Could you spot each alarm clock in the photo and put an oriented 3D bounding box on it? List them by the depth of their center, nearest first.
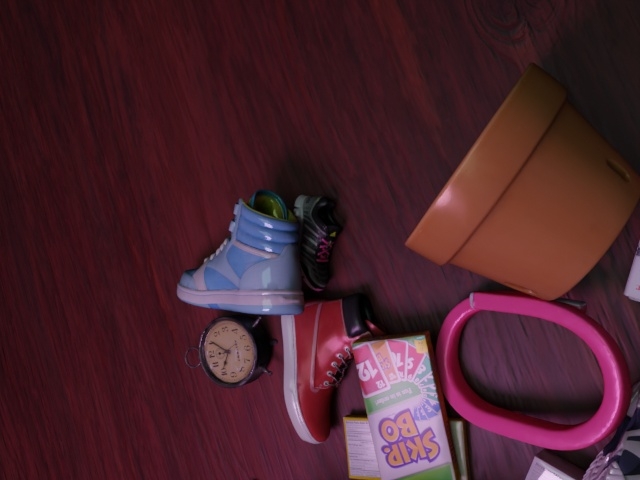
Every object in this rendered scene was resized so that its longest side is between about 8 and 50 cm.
[{"bbox_3d":[-0.174,0.206,1.199,0.192,0.064,0.130,-13,84,25],"label":"alarm clock"}]

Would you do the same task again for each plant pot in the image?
[{"bbox_3d":[0.277,-0.058,0.864,0.203,0.291,0.291,34,106,6],"label":"plant pot"}]

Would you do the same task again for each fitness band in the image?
[{"bbox_3d":[0.289,0.180,0.920,0.290,0.054,0.209,6,96,45],"label":"fitness band"}]

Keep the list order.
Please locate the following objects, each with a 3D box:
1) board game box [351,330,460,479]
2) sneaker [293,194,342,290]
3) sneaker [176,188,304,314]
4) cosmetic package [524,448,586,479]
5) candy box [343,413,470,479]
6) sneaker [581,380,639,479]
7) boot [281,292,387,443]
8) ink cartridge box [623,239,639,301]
[{"bbox_3d":[0.135,0.276,1.011,0.124,0.039,0.260,-11,95,25],"label":"board game box"},{"bbox_3d":[0.000,0.000,1.109,0.074,0.063,0.171,-10,80,33],"label":"sneaker"},{"bbox_3d":[-0.139,0.018,1.130,0.319,0.127,0.208,1,87,45],"label":"sneaker"},{"bbox_3d":[0.397,0.396,0.892,0.239,0.060,0.099,26,104,32],"label":"cosmetic package"},{"bbox_3d":[0.138,0.341,1.056,0.205,0.027,0.105,-6,87,27],"label":"candy box"},{"bbox_3d":[0.438,0.310,0.830,0.153,0.094,0.235,32,62,14],"label":"sneaker"},{"bbox_3d":[0.031,0.215,1.083,0.176,0.088,0.245,-9,82,26],"label":"boot"},{"bbox_3d":[0.482,0.018,0.859,0.109,0.063,0.151,17,98,26],"label":"ink cartridge box"}]
